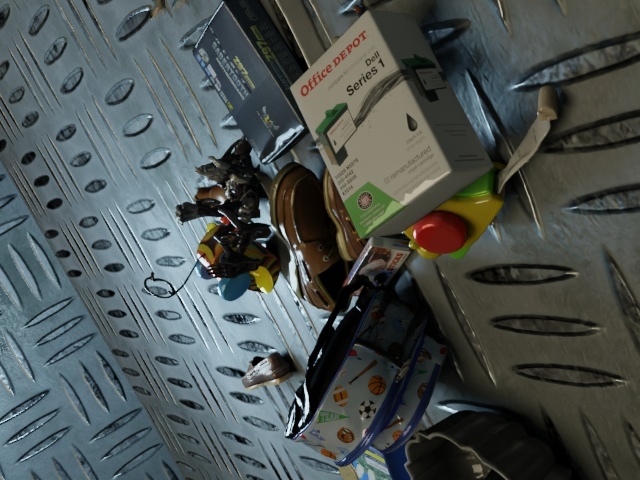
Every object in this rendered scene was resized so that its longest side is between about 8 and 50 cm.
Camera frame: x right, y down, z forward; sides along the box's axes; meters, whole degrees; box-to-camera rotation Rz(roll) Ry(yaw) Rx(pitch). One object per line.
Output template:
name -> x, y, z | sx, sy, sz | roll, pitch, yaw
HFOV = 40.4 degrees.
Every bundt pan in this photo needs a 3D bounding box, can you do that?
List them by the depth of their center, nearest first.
bundt pan -> 0.291, 0.406, 1.372 | 0.331, 0.124, 0.331 | 39, 146, 32

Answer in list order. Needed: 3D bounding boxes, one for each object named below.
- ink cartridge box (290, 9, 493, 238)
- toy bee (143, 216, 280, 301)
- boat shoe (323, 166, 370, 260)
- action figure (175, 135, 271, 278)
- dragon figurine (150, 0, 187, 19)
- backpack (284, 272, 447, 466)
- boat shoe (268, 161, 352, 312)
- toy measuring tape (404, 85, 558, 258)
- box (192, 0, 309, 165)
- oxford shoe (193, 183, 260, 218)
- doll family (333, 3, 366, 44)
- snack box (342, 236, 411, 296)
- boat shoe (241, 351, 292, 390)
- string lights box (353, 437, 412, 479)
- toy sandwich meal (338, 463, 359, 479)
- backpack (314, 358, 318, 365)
ink cartridge box -> 0.078, -0.137, 1.027 | 0.160, 0.092, 0.219 | -38, 70, 39
toy bee -> -0.165, 0.033, 1.635 | 0.195, 0.298, 0.162 | 32, 109, 11
boat shoe -> 0.050, -0.047, 1.368 | 0.060, 0.064, 0.178 | -2, 123, 24
action figure -> -0.169, -0.076, 1.495 | 0.276, 0.140, 0.164 | -105, 29, -44
dragon figurine -> -0.269, -0.463, 1.412 | 0.144, 0.085, 0.289 | 56, 154, 2
backpack -> 0.064, 0.233, 1.408 | 0.213, 0.263, 0.276 | 33, 150, 6
boat shoe -> 0.000, 0.000, 1.454 | 0.104, 0.110, 0.307 | 30, 151, 34
toy measuring tape -> 0.171, -0.077, 1.067 | 0.121, 0.121, 0.330 | 48, 148, 17
box -> -0.101, -0.254, 1.386 | 0.233, 0.059, 0.183 | 57, 151, -1
oxford shoe -> -0.179, -0.092, 1.694 | 0.212, 0.076, 0.076 | 13, 103, 52
doll family -> 0.065, -0.213, 1.147 | 0.193, 0.076, 0.111 | 64, 157, -6
snack box -> 0.087, 0.045, 1.393 | 0.178, 0.064, 0.022 | 116, 158, -59
boat shoe -> -0.131, 0.298, 2.005 | 0.073, 0.073, 0.207 | 60, 145, -1
string lights box -> 0.133, 0.446, 1.720 | 0.133, 0.076, 0.260 | 14, 130, 51
toy sandwich meal -> 0.072, 0.520, 1.952 | 0.085, 0.029, 0.086 | 36, 141, 36
backpack -> 0.022, 0.279, 1.719 | 0.114, 0.084, 0.105 | -7, 110, 63
